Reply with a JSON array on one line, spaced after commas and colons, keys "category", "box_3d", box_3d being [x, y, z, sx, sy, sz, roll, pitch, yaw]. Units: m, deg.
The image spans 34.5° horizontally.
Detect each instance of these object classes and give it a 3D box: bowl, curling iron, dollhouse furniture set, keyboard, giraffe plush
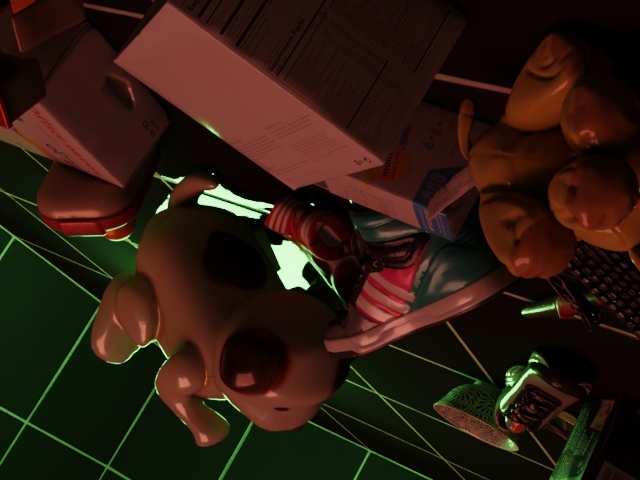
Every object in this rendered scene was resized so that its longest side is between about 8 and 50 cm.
[{"category": "bowl", "box_3d": [0.298, 0.307, 1.877, 0.170, 0.080, 0.170, 27, 164, 9]}, {"category": "curling iron", "box_3d": [0.308, 0.083, 1.234, 0.068, 0.035, 0.274, 33, 164, -11]}, {"category": "dollhouse furniture set", "box_3d": [-0.396, -0.245, 1.121, 0.262, 0.135, 0.259, 20, 134, 28]}, {"category": "keyboard", "box_3d": [0.285, 0.041, 1.067, 0.317, 0.033, 0.201, 43, 162, -10]}, {"category": "giraffe plush", "box_3d": [0.214, -0.044, 0.821, 0.170, 0.181, 0.210, 14, 162, -26]}]

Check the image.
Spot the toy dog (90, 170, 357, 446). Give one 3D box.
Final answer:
[{"category": "toy dog", "box_3d": [-0.112, 0.124, 1.586, 0.284, 0.396, 0.408, 1, -156, -41]}]

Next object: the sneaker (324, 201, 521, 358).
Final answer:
[{"category": "sneaker", "box_3d": [0.075, 0.021, 1.172, 0.295, 0.123, 0.178, -30, 86, 47]}]

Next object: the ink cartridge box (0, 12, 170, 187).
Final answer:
[{"category": "ink cartridge box", "box_3d": [-0.395, -0.214, 1.411, 0.306, 0.131, 0.226, 22, 163, 33]}]

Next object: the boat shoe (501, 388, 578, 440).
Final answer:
[{"category": "boat shoe", "box_3d": [0.373, 0.300, 1.774, 0.152, 0.049, 0.056, 19, 162, 35]}]

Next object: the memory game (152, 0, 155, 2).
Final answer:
[{"category": "memory game", "box_3d": [-0.187, -0.264, 0.984, 0.186, 0.012, 0.186, 41, -179, -1]}]

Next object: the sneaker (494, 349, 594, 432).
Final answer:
[{"category": "sneaker", "box_3d": [0.331, 0.240, 1.559, 0.100, 0.108, 0.271, 30, 163, 5]}]

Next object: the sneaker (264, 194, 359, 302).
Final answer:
[{"category": "sneaker", "box_3d": [0.000, 0.000, 1.501, 0.128, 0.087, 0.221, 35, 164, 36]}]

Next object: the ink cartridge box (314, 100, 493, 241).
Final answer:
[{"category": "ink cartridge box", "box_3d": [0.070, -0.085, 1.011, 0.181, 0.104, 0.061, 23, 163, 24]}]

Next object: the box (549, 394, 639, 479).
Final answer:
[{"category": "box", "box_3d": [0.494, 0.368, 1.551, 0.247, 0.163, 0.142, 30, 163, 0]}]

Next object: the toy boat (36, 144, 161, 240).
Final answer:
[{"category": "toy boat", "box_3d": [-0.315, -0.067, 1.530, 0.151, 0.231, 0.151, -1, 129, 11]}]

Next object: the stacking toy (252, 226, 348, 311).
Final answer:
[{"category": "stacking toy", "box_3d": [-0.042, 0.079, 1.830, 0.280, 0.130, 0.309, 59, 157, -6]}]

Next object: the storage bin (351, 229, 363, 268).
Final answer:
[{"category": "storage bin", "box_3d": [0.098, 0.006, 1.289, 0.091, 0.098, 0.135, 14, 160, 17]}]

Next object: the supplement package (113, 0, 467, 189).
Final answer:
[{"category": "supplement package", "box_3d": [-0.031, -0.166, 0.855, 0.203, 0.149, 0.194, 35, 164, -17]}]
